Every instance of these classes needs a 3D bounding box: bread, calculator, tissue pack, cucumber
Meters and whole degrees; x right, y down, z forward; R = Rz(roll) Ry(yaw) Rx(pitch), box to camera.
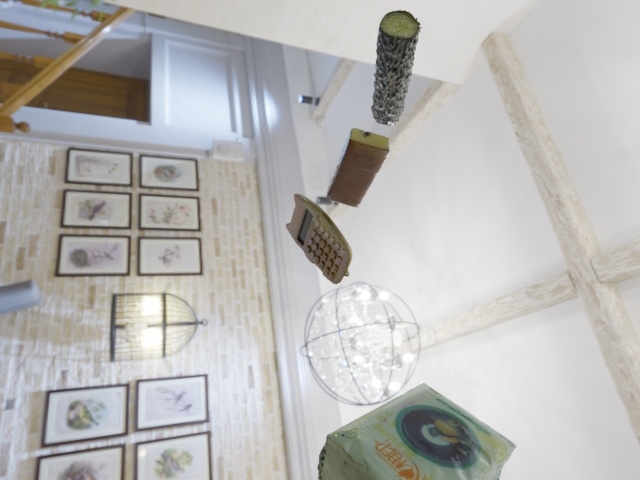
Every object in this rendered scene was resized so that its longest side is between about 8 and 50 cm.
[{"bbox_3d":[0.122,-0.243,1.498,0.361,0.138,0.077,115,-15,-61],"label":"bread"},{"bbox_3d":[0.000,0.000,1.028,0.236,0.033,0.157,51,-39,26],"label":"calculator"},{"bbox_3d":[0.229,0.514,0.991,0.287,0.388,0.162,25,-67,43],"label":"tissue pack"},{"bbox_3d":[0.174,-0.394,1.056,0.359,0.096,0.096,84,-3,-69],"label":"cucumber"}]
